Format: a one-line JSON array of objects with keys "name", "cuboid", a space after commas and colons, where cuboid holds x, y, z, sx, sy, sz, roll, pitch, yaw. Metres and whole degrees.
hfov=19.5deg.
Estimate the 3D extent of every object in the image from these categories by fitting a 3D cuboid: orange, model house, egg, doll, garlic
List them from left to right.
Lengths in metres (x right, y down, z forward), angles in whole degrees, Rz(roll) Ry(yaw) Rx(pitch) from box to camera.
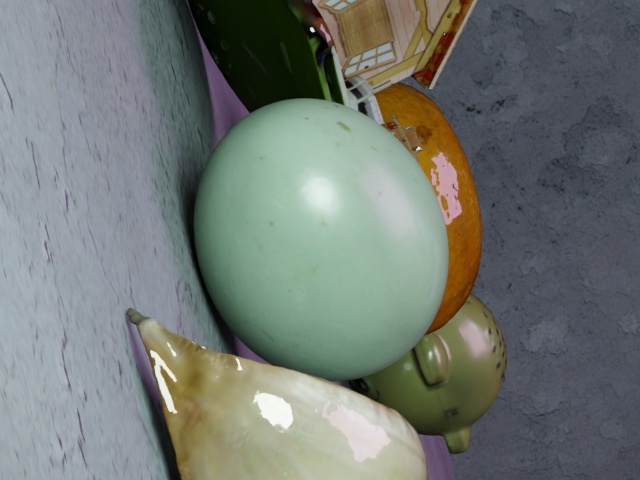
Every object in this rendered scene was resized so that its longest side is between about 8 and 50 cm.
[{"name": "garlic", "cuboid": [-0.007, 0.117, 0.910, 0.207, 0.115, 0.128, 62, 20, -57]}, {"name": "egg", "cuboid": [0.000, 0.000, 1.121, 0.149, 0.149, 0.192, -100, 167, -49]}, {"name": "model house", "cuboid": [0.012, -0.169, 1.289, 0.294, 0.154, 0.207, 52, -15, 46]}, {"name": "orange", "cuboid": [0.038, -0.020, 1.501, 0.224, 0.170, 0.224, 167, -90, -85]}, {"name": "doll", "cuboid": [0.097, 0.081, 1.908, 0.177, 0.161, 0.261, 72, 3, -46]}]
